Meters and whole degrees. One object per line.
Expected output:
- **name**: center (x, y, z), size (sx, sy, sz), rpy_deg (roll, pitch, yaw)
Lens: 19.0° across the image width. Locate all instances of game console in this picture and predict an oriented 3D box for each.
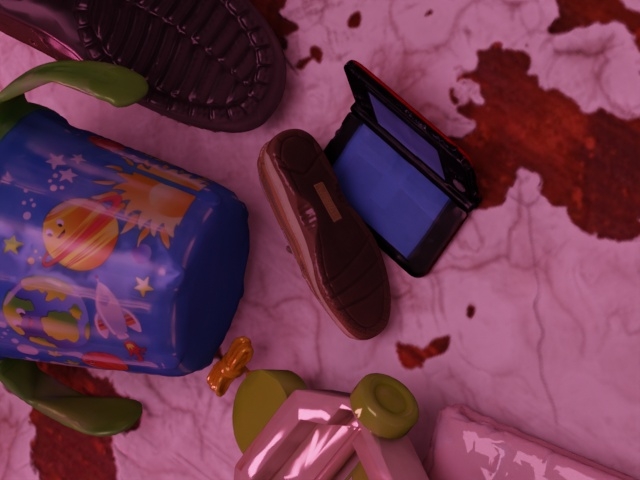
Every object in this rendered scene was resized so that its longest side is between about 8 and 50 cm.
- **game console**: center (0.054, -0.059, 1.586), size (0.085, 0.124, 0.144), rpy_deg (-45, 68, -9)

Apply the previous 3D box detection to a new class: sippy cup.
- **sippy cup**: center (-0.189, 0.013, 1.644), size (0.224, 0.305, 0.240), rpy_deg (13, 65, 17)

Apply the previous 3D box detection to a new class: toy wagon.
- **toy wagon**: center (0.003, 0.225, 1.573), size (0.267, 0.068, 0.344), rpy_deg (-53, 48, 34)

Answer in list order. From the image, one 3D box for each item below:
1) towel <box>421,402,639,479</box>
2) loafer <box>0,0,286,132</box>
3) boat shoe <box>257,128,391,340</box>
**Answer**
- **towel**: center (0.188, 0.335, 1.520), size (0.317, 0.053, 0.331), rpy_deg (20, 98, 26)
- **loafer**: center (-0.187, -0.206, 1.703), size (0.366, 0.130, 0.133), rpy_deg (30, 85, 11)
- **boat shoe**: center (0.000, 0.000, 1.629), size (0.072, 0.068, 0.190), rpy_deg (-34, 75, 59)
